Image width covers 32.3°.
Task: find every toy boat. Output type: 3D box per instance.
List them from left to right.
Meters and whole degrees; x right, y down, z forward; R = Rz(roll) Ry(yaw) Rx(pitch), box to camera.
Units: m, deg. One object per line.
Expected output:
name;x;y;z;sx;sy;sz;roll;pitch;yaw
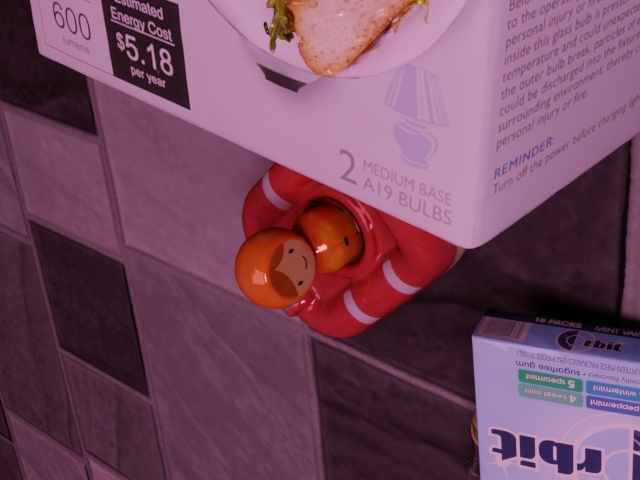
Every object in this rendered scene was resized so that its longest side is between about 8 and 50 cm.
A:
toy boat;0.000;0.000;0.825;0.151;0.151;0.231;53;142;5

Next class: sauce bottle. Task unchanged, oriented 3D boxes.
sauce bottle;0.139;0.143;0.862;0.042;0.042;0.128;34;137;27

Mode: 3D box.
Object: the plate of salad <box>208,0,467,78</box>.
plate of salad;-0.017;-0.158;0.457;0.200;0.048;0.199;27;134;33

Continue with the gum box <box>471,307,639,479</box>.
gum box;0.189;0.144;0.776;0.157;0.041;0.184;8;123;24

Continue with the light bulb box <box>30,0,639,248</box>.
light bulb box;0.015;-0.249;0.581;0.358;0.225;0.361;26;133;34
